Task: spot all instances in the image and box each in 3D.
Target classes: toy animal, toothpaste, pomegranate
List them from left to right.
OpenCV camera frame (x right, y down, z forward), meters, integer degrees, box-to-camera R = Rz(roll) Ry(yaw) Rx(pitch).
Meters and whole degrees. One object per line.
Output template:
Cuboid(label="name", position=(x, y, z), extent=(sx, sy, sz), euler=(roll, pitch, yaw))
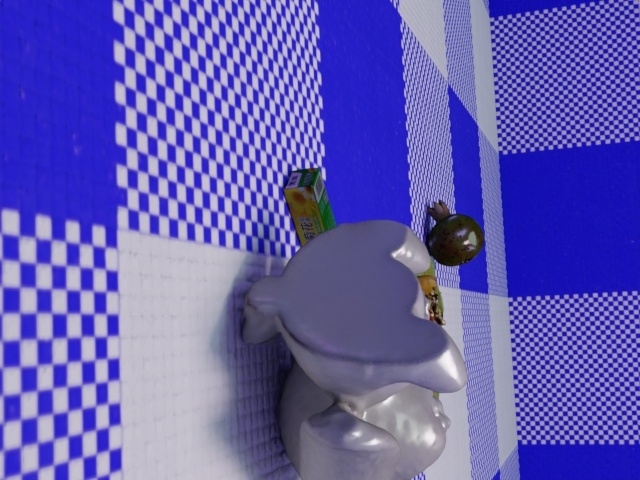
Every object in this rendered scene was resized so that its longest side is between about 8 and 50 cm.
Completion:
Cuboid(label="toothpaste", position=(0.000, 0.000, 1.011), extent=(0.043, 0.037, 0.179), euler=(-76, 155, -52))
Cuboid(label="toy animal", position=(0.031, 0.145, 0.865), extent=(0.272, 0.205, 0.265), euler=(-102, -172, -51))
Cuboid(label="pomegranate", position=(0.258, -0.016, 1.700), extent=(0.142, 0.114, 0.114), euler=(66, 10, 24))

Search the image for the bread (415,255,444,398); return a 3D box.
Cuboid(label="bread", position=(0.179, 0.170, 1.499), extent=(0.301, 0.045, 0.302), euler=(-2, 90, -72))

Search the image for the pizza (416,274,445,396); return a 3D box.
Cuboid(label="pizza", position=(0.155, 0.156, 1.313), extent=(0.201, 0.053, 0.193), euler=(-55, 129, -41))
